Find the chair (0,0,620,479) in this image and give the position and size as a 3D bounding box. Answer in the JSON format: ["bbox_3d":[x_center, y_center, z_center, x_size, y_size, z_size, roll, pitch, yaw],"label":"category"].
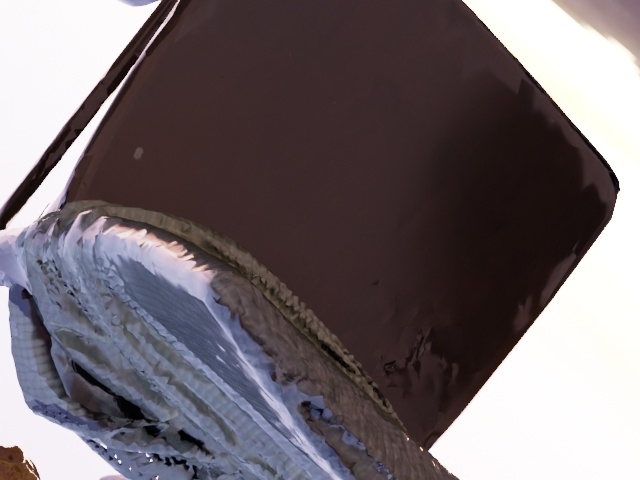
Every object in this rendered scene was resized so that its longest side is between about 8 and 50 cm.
[{"bbox_3d":[0.000,0.000,0.579,0.160,0.186,0.319,46,159,-19],"label":"chair"}]

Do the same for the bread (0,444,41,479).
[{"bbox_3d":[-0.212,0.144,1.013,0.044,0.157,0.052,49,-154,-53],"label":"bread"}]
